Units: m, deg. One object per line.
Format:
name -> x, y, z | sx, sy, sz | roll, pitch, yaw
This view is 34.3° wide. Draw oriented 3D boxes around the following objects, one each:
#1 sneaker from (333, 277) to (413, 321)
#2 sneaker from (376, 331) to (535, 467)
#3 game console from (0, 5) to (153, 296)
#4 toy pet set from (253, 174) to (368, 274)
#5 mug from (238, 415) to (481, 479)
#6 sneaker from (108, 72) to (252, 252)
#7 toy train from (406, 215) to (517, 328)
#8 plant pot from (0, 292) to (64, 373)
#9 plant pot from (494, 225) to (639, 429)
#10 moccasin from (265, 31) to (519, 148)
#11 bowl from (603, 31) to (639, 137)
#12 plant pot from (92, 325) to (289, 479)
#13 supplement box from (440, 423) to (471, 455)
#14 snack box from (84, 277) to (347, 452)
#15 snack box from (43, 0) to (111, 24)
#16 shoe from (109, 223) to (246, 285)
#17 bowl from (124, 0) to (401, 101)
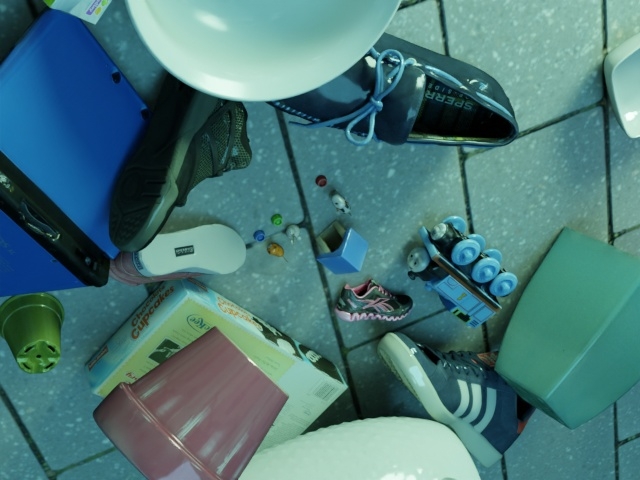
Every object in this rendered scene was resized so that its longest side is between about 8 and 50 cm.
sneaker -> 0.078, 0.080, 1.444 | 0.119, 0.047, 0.057 | -2, 112, -25
sneaker -> 0.214, 0.203, 1.548 | 0.148, 0.131, 0.350 | -44, 135, 0
game console -> -0.325, -0.083, 1.114 | 0.250, 0.173, 0.293 | -7, 148, 18
toy pet set -> 0.000, 0.000, 1.333 | 0.122, 0.065, 0.114 | -42, 130, 9
mug -> 0.060, 0.375, 1.374 | 0.328, 0.276, 0.374 | -18, 172, -17
sneaker -> -0.146, -0.077, 1.158 | 0.130, 0.087, 0.227 | 37, 70, -48
toy train -> 0.195, 0.044, 1.447 | 0.105, 0.080, 0.184 | -41, 130, 15
plant pot -> -0.345, 0.117, 1.250 | 0.083, 0.079, 0.083 | -12, 127, -16
plant pot -> 0.374, 0.138, 1.495 | 0.234, 0.165, 0.166 | -51, 130, -8
moccasin -> 0.091, -0.178, 1.213 | 0.342, 0.117, 0.138 | 0, 123, -25
bowl -> 0.441, -0.224, 1.382 | 0.142, 0.053, 0.142 | -30, 130, -1
plant pot -> -0.144, 0.213, 1.270 | 0.180, 0.201, 0.201 | -46, 131, -8
supplement box -> 0.122, 0.403, 1.634 | 0.239, 0.073, 0.130 | -47, 167, 12
snack box -> -0.134, 0.186, 1.408 | 0.187, 0.060, 0.322 | -46, 129, 10
snack box -> -0.228, -0.322, 0.907 | 0.174, 0.207, 0.070 | -50, 159, 15
shoe -> -0.178, 0.018, 1.273 | 0.178, 0.081, 0.063 | -6, 86, -50
bowl -> -0.066, -0.299, 1.044 | 0.298, 0.134, 0.298 | -12, 127, -17
